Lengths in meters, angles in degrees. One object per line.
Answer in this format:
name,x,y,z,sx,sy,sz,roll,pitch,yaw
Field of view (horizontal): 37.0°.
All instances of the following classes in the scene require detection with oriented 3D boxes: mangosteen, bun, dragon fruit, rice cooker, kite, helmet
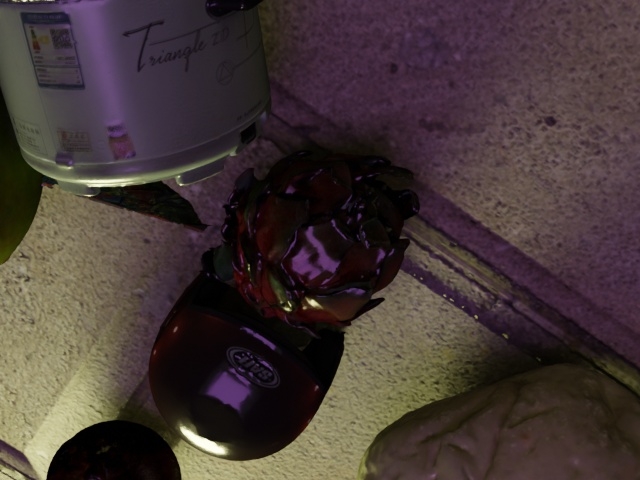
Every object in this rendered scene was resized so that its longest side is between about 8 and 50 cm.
mangosteen,-0.250,0.307,1.174,0.172,0.173,0.184,6,147,11
bun,0.198,0.300,0.968,0.352,0.227,0.349,32,110,14
dragon fruit,-0.005,0.001,0.914,0.188,0.182,0.182,13,133,54
rice cooker,-0.162,-0.181,0.799,0.280,0.241,0.227,10,125,29
kite,-0.198,-0.078,0.912,0.232,0.189,0.009,41,122,18
helmet,-0.084,0.133,1.014,0.189,0.193,0.216,35,165,-7

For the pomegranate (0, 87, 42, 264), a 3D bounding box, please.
pomegranate,-0.387,-0.121,0.902,0.309,0.216,0.359,20,115,34
